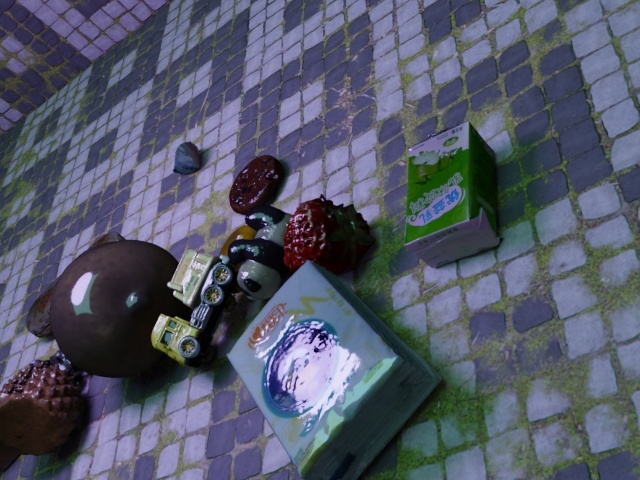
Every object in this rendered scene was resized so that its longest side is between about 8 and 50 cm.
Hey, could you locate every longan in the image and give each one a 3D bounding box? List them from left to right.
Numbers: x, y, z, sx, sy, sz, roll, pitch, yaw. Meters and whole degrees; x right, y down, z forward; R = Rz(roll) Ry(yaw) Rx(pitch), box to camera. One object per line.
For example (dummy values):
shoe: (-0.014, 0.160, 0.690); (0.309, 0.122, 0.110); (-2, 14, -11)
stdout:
longan: (-0.501, 0.170, 2.071); (0.361, 0.361, 0.361); (-28, 42, 28)

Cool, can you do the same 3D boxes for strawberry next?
strawberry: (0.000, 0.000, 1.797); (0.201, 0.184, 0.187); (-36, 7, 36)

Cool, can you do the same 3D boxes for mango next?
mango: (-0.219, 0.032, 2.099); (0.187, 0.066, 0.101); (-52, 34, 13)

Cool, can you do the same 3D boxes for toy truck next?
toy truck: (-0.300, 0.155, 1.947); (0.157, 0.124, 0.272); (21, 81, 17)

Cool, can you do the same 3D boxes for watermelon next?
watermelon: (-0.407, -0.255, 2.521); (0.180, 0.081, 0.094); (141, 140, -82)

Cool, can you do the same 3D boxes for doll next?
doll: (-0.125, 0.031, 1.932); (0.135, 0.143, 0.234); (14, 66, 39)

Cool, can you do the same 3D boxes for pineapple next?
pineapple: (-0.735, 0.401, 2.228); (0.223, 0.223, 0.357); (-36, 20, 19)

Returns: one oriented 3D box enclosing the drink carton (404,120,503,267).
drink carton: (0.266, -0.095, 1.652); (0.161, 0.108, 0.271); (-23, 45, 36)

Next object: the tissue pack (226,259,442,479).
tissue pack: (0.010, 0.247, 1.582); (0.287, 0.162, 0.388); (-50, 37, 3)

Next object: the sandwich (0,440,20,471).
sandwich: (-0.888, 0.552, 2.325); (0.108, 0.220, 0.186); (-126, 42, -50)

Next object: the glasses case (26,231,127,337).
glasses case: (-0.753, 0.137, 2.540); (0.425, 0.098, 0.156); (-41, 33, 14)

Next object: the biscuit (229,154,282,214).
biscuit: (-0.176, -0.150, 2.221); (0.192, 0.049, 0.192); (-34, 33, 26)
